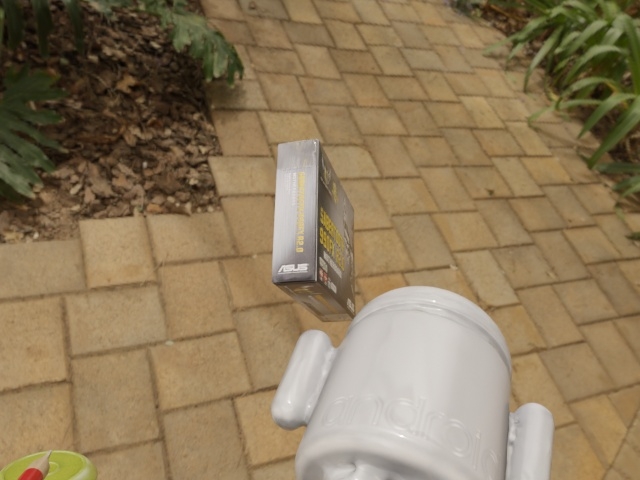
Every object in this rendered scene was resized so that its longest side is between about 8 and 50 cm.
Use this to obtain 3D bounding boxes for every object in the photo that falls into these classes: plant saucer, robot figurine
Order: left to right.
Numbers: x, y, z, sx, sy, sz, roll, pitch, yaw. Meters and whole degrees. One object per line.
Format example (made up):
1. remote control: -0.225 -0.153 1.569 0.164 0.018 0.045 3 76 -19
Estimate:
1. plant saucer: -0.671 0.570 1.304 0.241 0.241 0.037 0 96 -24
2. robot figurine: 0.100 0.188 0.583 0.300 0.199 0.353 19 39 9

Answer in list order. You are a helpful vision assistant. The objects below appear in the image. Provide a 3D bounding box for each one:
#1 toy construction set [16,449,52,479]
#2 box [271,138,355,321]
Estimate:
1. toy construction set: -0.310 0.402 0.633 0.258 0.237 0.308 0 94 -10
2. box: 0.000 0.000 0.730 0.056 0.231 0.183 -4 69 14
